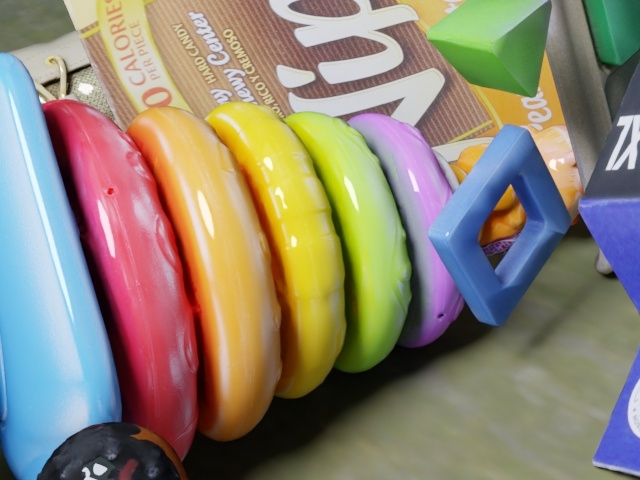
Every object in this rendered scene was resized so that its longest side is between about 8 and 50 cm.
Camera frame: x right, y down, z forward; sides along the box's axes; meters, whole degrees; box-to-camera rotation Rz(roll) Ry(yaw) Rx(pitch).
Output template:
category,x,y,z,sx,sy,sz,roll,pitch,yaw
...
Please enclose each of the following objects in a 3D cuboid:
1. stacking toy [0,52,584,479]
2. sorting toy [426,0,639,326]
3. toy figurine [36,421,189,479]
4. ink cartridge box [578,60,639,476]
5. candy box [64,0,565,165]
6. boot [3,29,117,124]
category,x,y,z,sx,sy,sz,roll,pitch,yaw
stacking toy,0.000,0.000,0.665,0.302,0.165,0.175,-13,-15,-21
sorting toy,0.168,-0.105,0.662,0.047,0.196,0.348,18,48,41
toy figurine,-0.127,0.155,0.474,0.210,0.148,0.213,-6,34,21
ink cartridge box,0.201,-0.087,0.540,0.176,0.069,0.370,3,68,61
candy box,0.047,-0.120,0.764,0.317,0.182,0.087,-19,31,2
boot,-0.160,-0.066,0.838,0.204,0.095,0.262,-20,5,-5
